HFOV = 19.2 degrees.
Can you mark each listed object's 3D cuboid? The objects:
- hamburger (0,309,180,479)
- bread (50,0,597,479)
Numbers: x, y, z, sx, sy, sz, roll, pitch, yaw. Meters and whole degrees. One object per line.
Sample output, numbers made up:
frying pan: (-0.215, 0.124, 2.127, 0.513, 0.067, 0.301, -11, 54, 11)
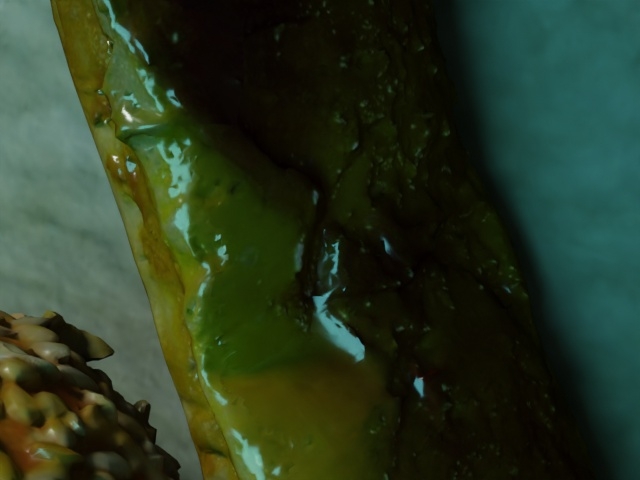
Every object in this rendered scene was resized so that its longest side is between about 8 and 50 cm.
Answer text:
hamburger: (-0.145, 0.185, 0.586, 0.330, 0.250, 0.330, 171, 90, -69)
bread: (-0.001, 0.000, 0.562, 0.077, 0.139, 0.271, -16, 91, 44)
